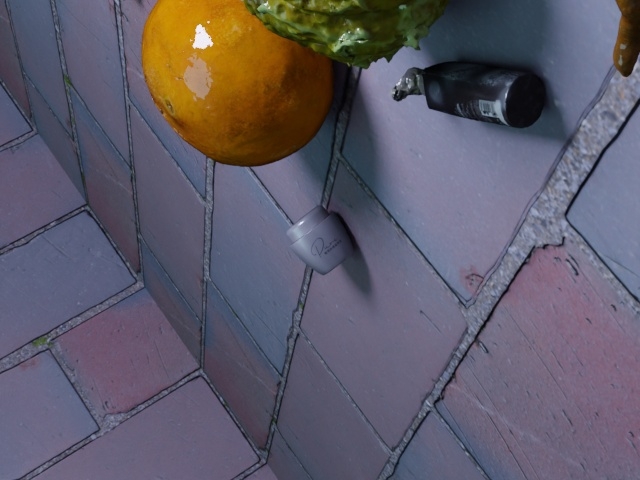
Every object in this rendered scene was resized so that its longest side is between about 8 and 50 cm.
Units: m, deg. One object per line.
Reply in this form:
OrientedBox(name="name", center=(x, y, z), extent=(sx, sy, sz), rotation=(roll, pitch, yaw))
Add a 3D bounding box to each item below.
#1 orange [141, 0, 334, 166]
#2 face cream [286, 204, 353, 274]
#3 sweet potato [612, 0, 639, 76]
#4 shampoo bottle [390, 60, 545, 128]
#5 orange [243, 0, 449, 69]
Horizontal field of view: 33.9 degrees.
OrientedBox(name="orange", center=(-0.115, -0.235, 1.436), extent=(0.284, 0.226, 0.284), rotation=(43, 157, 23))
OrientedBox(name="face cream", center=(0.000, 0.000, 1.675), extent=(0.095, 0.091, 0.091), rotation=(52, 160, -3))
OrientedBox(name="sweet potato", center=(0.255, -0.214, 0.869), extent=(0.044, 0.044, 0.179), rotation=(35, 155, 48))
OrientedBox(name="shampoo bottle", center=(0.153, -0.162, 1.140), extent=(0.207, 0.063, 0.057), rotation=(24, 128, 58))
OrientedBox(name="orange", center=(0.004, -0.315, 1.058), extent=(0.300, 0.223, 0.301), rotation=(27, 143, 64))
